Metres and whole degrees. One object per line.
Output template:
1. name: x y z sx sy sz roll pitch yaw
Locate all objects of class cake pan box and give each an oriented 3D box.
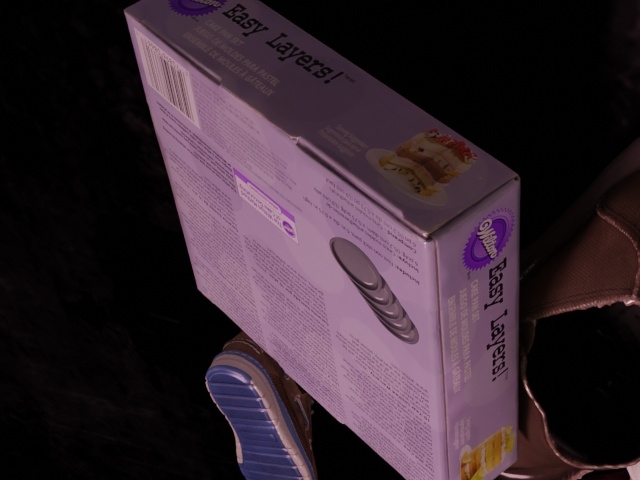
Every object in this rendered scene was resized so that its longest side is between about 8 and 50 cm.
1. cake pan box: 0.000 0.000 0.732 0.267 0.070 0.245 38 150 36

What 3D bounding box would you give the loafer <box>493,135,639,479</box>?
1. loafer: 0.144 0.075 0.760 0.134 0.130 0.366 28 145 4

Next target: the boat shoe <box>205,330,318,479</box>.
1. boat shoe: -0.033 0.145 1.031 0.066 0.066 0.183 6 134 26

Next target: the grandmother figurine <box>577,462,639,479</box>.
1. grandmother figurine: 0.248 0.226 0.914 0.208 0.104 0.342 9 145 12
